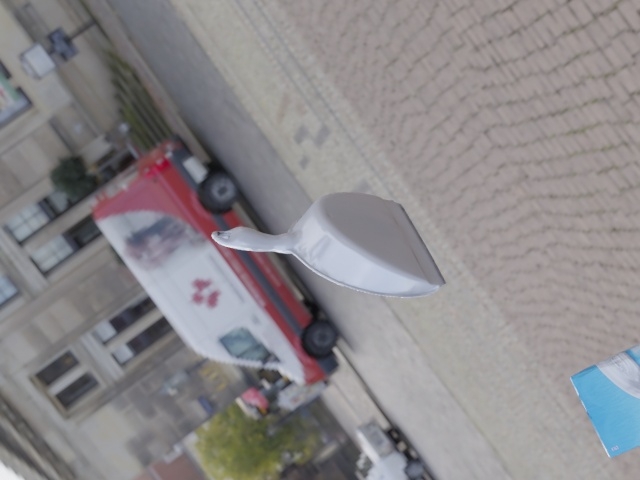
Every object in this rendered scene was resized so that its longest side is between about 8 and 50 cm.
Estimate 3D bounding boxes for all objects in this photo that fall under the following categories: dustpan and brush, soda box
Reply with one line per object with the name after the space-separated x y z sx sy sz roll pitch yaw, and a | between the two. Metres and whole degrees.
0.000 0.000 1.074 0.211 0.060 0.147 15 -149 -30 | dustpan and brush
0.305 0.093 0.869 0.071 0.210 0.067 65 -168 12 | soda box
